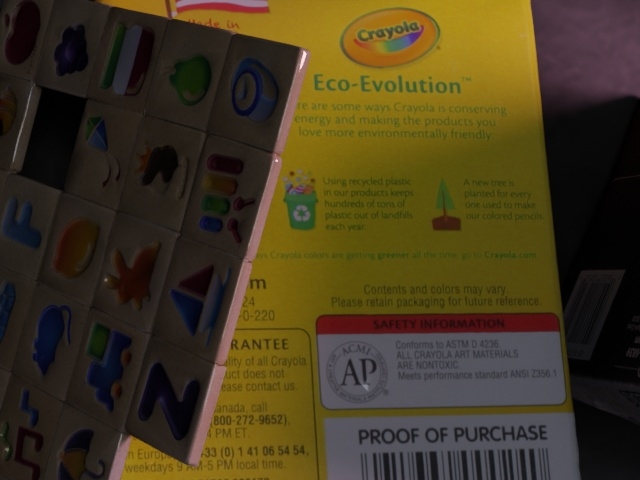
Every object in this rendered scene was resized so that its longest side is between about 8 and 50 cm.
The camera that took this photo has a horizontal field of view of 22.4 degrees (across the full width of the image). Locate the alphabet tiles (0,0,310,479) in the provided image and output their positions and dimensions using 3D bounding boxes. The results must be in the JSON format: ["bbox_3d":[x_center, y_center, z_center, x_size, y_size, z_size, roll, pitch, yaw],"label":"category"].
[{"bbox_3d":[-0.102,0.022,0.656,0.009,0.198,0.237,12,95,-45],"label":"alphabet tiles"}]

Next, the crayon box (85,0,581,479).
[{"bbox_3d":[0.000,0.000,0.714,0.202,0.081,0.318,1,74,-12],"label":"crayon box"}]

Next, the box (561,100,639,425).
[{"bbox_3d":[0.219,0.022,0.703,0.142,0.247,0.163,24,83,-10],"label":"box"}]
